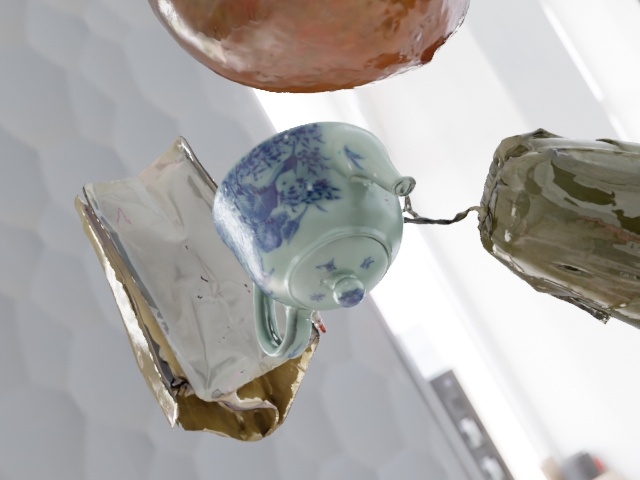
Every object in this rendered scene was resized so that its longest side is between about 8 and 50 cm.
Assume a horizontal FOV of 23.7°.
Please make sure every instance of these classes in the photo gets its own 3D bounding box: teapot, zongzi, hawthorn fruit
[{"bbox_3d":[0.000,0.000,1.252,0.159,0.159,0.232,-21,-29,-49],"label":"teapot"},{"bbox_3d":[0.309,0.027,1.470,0.447,0.418,0.181,8,-63,-22],"label":"zongzi"},{"bbox_3d":[0.015,-0.190,1.010,0.262,0.210,0.210,13,-31,-30],"label":"hawthorn fruit"}]

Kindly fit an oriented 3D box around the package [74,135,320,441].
[{"bbox_3d":[-0.166,0.072,1.732,0.165,0.311,0.221,-19,-27,-29],"label":"package"}]

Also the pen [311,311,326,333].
[{"bbox_3d":[-0.051,0.032,1.986,0.026,0.218,0.026,-30,-19,-11],"label":"pen"}]
